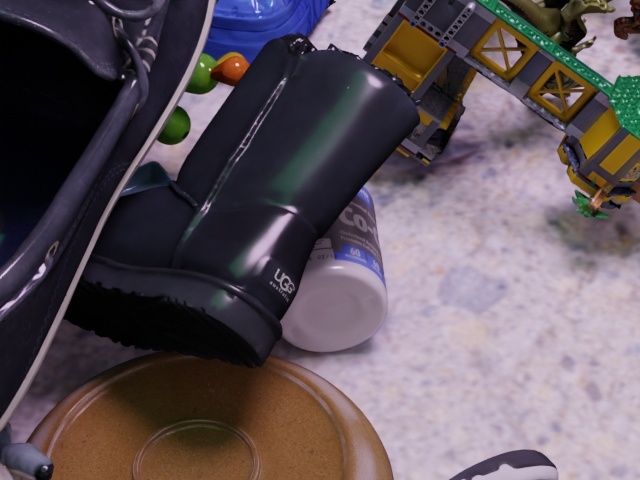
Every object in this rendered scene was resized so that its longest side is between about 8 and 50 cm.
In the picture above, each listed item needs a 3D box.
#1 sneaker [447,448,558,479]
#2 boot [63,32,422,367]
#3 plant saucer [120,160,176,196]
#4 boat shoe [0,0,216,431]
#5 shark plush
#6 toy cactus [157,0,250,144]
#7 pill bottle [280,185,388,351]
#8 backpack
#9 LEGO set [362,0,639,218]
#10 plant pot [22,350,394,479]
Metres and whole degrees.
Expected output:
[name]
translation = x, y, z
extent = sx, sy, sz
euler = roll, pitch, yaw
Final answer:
[sneaker]
translation = 0.056, 0.208, 1.041
extent = 0.235, 0.084, 0.097
euler = -33, 75, -27
[boot]
translation = -0.072, -0.034, 1.197
extent = 0.246, 0.094, 0.207
euler = 10, 58, 43
[plant saucer]
translation = -0.180, 0.002, 1.296
extent = 0.192, 0.018, 0.067
euler = -25, 48, -22
[boat shoe]
translation = -0.175, -0.112, 1.107
extent = 0.187, 0.156, 0.500
euler = 16, 62, 3
[shark plush]
translation = -0.213, 0.116, 1.124
extent = 0.067, 0.073, 0.161
euler = 26, 24, -33
[toy cactus]
translation = -0.148, -0.123, 1.269
extent = 0.219, 0.180, 0.112
euler = -51, 28, -14
[pill bottle]
translation = 0.000, 0.000, 1.246
extent = 0.078, 0.078, 0.137
euler = -4, 43, -2
[backpack]
translation = -0.056, -0.191, 1.441
extent = 0.098, 0.101, 0.120
euler = 8, 47, 20
[LEGO set]
translation = 0.151, -0.142, 1.365
extent = 0.255, 0.192, 0.331
euler = 28, 47, -11
[plant pot]
translation = -0.073, 0.143, 1.130
extent = 0.236, 0.032, 0.236
euler = -1, 42, 1
